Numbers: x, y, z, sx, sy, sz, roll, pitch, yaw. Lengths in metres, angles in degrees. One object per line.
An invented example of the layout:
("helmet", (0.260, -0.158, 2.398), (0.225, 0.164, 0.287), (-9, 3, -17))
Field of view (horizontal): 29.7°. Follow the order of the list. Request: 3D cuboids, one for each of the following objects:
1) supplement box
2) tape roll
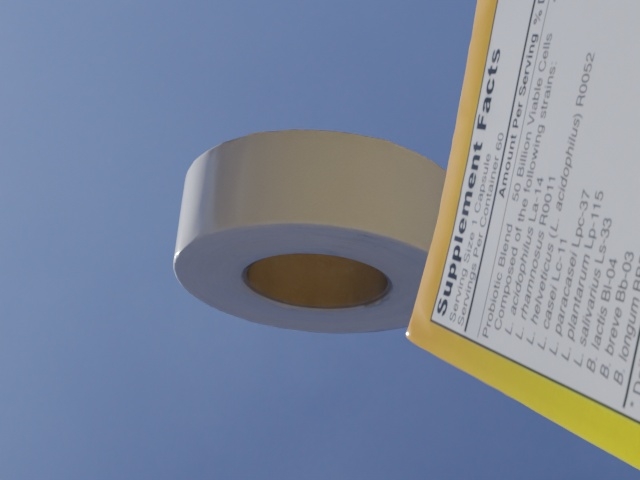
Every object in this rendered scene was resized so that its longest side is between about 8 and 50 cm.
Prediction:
("supplement box", (0.207, -0.005, 0.431), (0.195, 0.194, 0.356), (9, -174, -23))
("tape roll", (0.000, 0.000, 1.200), (0.286, 0.286, 0.100), (10, -115, -12))
